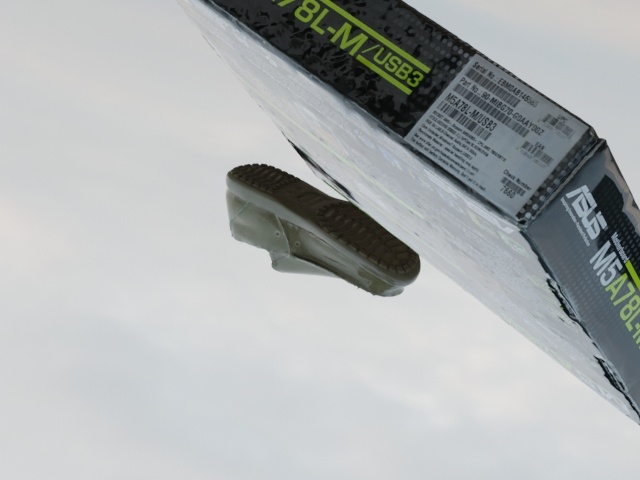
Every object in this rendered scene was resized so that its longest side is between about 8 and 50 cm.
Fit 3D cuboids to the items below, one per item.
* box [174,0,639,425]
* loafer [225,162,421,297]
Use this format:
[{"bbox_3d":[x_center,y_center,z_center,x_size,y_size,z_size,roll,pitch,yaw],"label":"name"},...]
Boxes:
[{"bbox_3d":[0.041,-0.028,0.683,0.190,0.045,0.184,38,176,33],"label":"box"},{"bbox_3d":[0.000,0.000,1.198,0.148,0.050,0.056,32,-146,32],"label":"loafer"}]
